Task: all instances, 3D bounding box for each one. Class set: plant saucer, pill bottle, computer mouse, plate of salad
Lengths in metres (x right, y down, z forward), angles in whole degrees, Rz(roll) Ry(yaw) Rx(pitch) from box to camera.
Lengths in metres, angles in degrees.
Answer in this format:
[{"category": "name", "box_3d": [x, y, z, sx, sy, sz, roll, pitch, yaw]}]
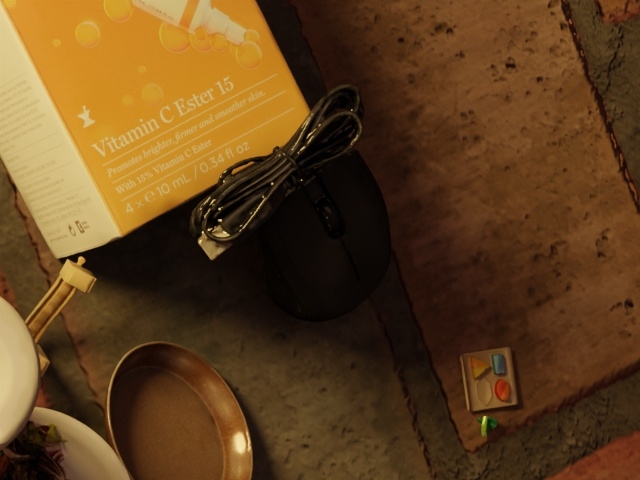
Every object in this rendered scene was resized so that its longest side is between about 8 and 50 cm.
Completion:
[{"category": "plant saucer", "box_3d": [-0.128, 0.171, 1.702, 0.168, 0.029, 0.168, 28, 48, -36]}, {"category": "pill bottle", "box_3d": [-0.319, 0.109, 1.517, 0.136, 0.245, 0.136, 3, 82, -27]}, {"category": "computer mouse", "box_3d": [0.000, 0.000, 1.706, 0.188, 0.272, 0.072, -42, 61, -10]}, {"category": "plate of salad", "box_3d": [-0.248, 0.234, 1.598, 0.199, 0.048, 0.200, 1, 81, -6]}]

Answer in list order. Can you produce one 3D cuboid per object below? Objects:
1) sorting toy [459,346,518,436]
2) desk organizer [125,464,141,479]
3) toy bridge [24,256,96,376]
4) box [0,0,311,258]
[{"category": "sorting toy", "box_3d": [0.168, 0.148, 1.900, 0.062, 0.012, 0.083, -6, 86, -29]}, {"category": "desk organizer", "box_3d": [-0.205, 0.250, 1.671, 0.130, 0.050, 0.047, -44, 104, -25]}, {"category": "toy bridge", "box_3d": [-0.248, 0.096, 1.654, 0.026, 0.063, 0.188, 30, 92, -21]}, {"category": "box", "box_3d": [-0.192, -0.190, 1.665, 0.215, 0.168, 0.345, -31, 98, -27]}]
